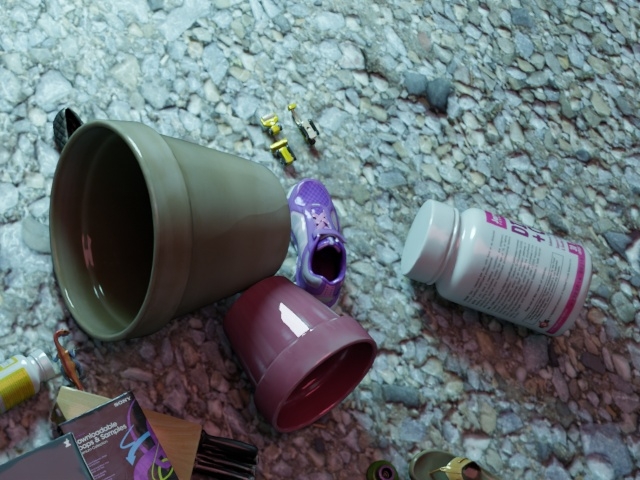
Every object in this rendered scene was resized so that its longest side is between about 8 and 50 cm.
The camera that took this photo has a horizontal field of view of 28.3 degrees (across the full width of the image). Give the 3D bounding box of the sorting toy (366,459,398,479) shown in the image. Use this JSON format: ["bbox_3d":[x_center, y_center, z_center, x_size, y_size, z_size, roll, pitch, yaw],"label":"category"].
[{"bbox_3d":[0.092,0.379,1.937,0.061,0.042,0.102,36,60,0],"label":"sorting toy"}]

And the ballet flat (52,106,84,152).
[{"bbox_3d":[-0.376,-0.133,2.013,0.057,0.049,0.173,-27,77,-26],"label":"ballet flat"}]

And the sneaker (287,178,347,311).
[{"bbox_3d":[0.000,0.000,2.046,0.095,0.104,0.236,2,65,-16],"label":"sneaker"}]

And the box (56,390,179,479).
[{"bbox_3d":[-0.277,0.302,1.756,0.116,0.029,0.162,-25,75,-26],"label":"box"}]

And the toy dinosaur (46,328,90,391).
[{"bbox_3d":[-0.367,0.173,1.864,0.047,0.090,0.082,-29,122,-17],"label":"toy dinosaur"}]

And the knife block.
[{"bbox_3d":[-0.226,0.295,1.844,0.242,0.088,0.275,-27,76,-27],"label":"knife block"}]

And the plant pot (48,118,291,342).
[{"bbox_3d":[-0.210,-0.019,1.898,0.280,0.323,0.323,-3,66,-39],"label":"plant pot"}]

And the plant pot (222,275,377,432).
[{"bbox_3d":[-0.045,0.159,1.919,0.201,0.201,0.180,-29,61,-27],"label":"plant pot"}]

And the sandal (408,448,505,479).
[{"bbox_3d":[0.225,0.370,1.980,0.180,0.049,0.072,22,61,-8],"label":"sandal"}]

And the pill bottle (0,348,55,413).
[{"bbox_3d":[-0.444,0.204,1.826,0.116,0.065,0.065,-30,78,-27],"label":"pill bottle"}]

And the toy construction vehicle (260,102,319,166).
[{"bbox_3d":[-0.053,-0.178,2.154,0.086,0.035,0.098,-30,75,-16],"label":"toy construction vehicle"}]

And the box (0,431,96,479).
[{"bbox_3d":[-0.438,0.371,1.684,0.261,0.184,0.103,-24,75,-26],"label":"box"}]

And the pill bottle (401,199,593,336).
[{"bbox_3d":[0.287,0.041,2.088,0.283,0.160,0.160,19,62,-9],"label":"pill bottle"}]
